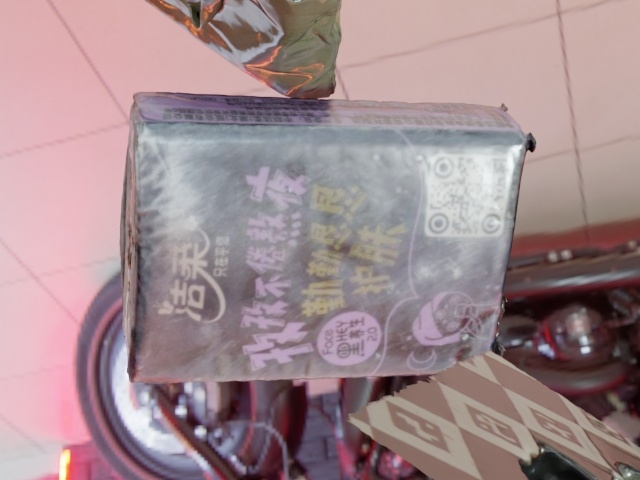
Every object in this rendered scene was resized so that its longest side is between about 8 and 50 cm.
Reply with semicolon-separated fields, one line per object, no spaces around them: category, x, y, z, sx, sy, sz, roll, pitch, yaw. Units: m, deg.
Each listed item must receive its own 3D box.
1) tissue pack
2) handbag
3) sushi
tissue pack;0.000;0.000;1.022;0.361;0.122;0.259;0;112;-13
handbag;-0.109;-0.261;0.997;0.315;0.109;0.253;37;170;5
sushi;0.162;0.170;0.568;0.059;0.294;0.292;-59;165;11
